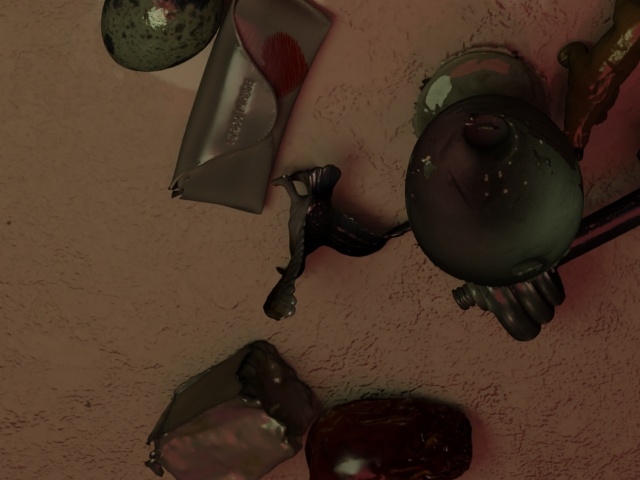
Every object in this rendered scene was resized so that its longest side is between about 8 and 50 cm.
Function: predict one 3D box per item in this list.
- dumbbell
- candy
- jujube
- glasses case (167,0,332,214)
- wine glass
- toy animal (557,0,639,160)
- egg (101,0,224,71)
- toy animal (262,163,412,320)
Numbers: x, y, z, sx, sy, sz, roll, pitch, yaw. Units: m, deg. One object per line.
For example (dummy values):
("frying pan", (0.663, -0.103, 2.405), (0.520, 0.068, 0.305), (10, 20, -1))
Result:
("dumbbell", (0.344, -0.017, 1.355), (0.406, 0.179, 0.179), (-30, 108, 17))
("candy", (-0.122, 0.250, 1.510), (0.195, 0.185, 0.137), (-32, 103, 17))
("jujube", (0.096, 0.296, 1.526), (0.237, 0.168, 0.168), (-7, 114, -10))
("glasses case", (-0.092, -0.165, 1.379), (0.128, 0.083, 0.308), (20, 114, -3))
("wine glass", (0.190, -0.091, 1.241), (0.191, 0.357, 0.190), (3, 113, 7))
("toy animal", (0.343, -0.206, 1.314), (0.103, 0.101, 0.218), (30, 113, -10))
("egg", (-0.192, -0.270, 1.317), (0.132, 0.132, 0.172), (44, 122, -13))
("toy animal", (-0.007, -0.014, 1.430), (0.273, 0.197, 0.160), (-20, 96, -33))
